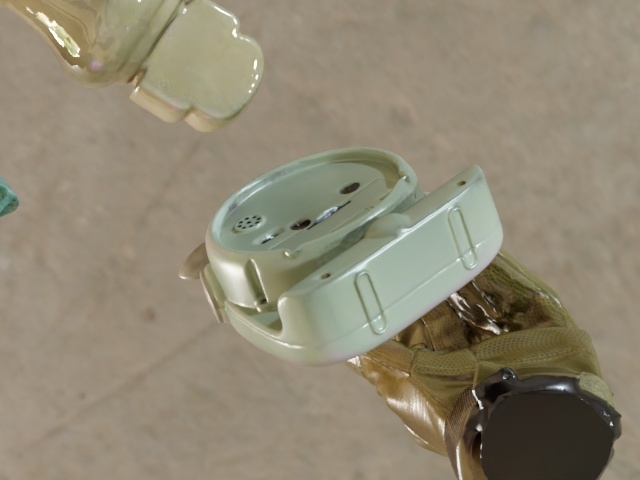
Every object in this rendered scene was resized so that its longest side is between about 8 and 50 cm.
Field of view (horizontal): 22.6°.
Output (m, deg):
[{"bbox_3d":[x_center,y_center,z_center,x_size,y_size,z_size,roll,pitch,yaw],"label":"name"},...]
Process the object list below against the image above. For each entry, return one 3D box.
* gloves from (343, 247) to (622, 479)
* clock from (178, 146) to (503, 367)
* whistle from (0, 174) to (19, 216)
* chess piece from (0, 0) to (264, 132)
[{"bbox_3d":[0.115,0.090,1.180,0.141,0.331,0.154,32,99,-21],"label":"gloves"},{"bbox_3d":[0.000,0.000,0.947,0.151,0.062,0.191,-34,29,-25],"label":"clock"},{"bbox_3d":[-0.236,-0.062,0.996,0.039,0.039,0.186,-48,45,4],"label":"whistle"},{"bbox_3d":[-0.207,-0.192,0.966,0.397,0.117,0.117,33,91,-8],"label":"chess piece"}]
